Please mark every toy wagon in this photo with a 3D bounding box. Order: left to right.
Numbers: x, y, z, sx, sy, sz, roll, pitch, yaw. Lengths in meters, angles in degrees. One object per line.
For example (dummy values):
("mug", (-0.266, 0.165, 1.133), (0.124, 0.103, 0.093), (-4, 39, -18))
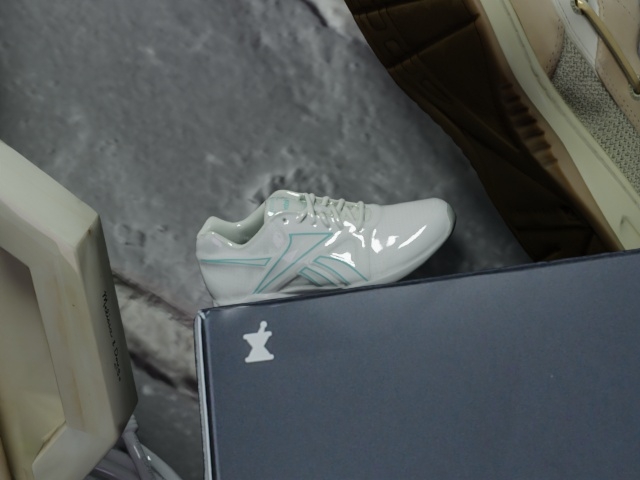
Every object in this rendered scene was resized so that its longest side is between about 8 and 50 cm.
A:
("toy wagon", (-0.271, 0.046, 0.670), (0.344, 0.068, 0.267), (-2, 116, 12))

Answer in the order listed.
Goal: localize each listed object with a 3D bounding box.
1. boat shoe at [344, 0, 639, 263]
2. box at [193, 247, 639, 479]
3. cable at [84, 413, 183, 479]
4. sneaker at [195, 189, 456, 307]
("boat shoe", (0.106, -0.097, 0.662), (0.098, 0.109, 0.302), (-45, 112, -19))
("box", (0.146, 0.123, 0.629), (0.343, 0.312, 0.179), (-9, 74, 9))
("cable", (-0.172, 0.231, 0.766), (0.257, 0.089, 0.257), (-32, 74, -18))
("sneaker", (0.000, 0.000, 0.738), (0.152, 0.054, 0.061), (-17, 113, 13))
